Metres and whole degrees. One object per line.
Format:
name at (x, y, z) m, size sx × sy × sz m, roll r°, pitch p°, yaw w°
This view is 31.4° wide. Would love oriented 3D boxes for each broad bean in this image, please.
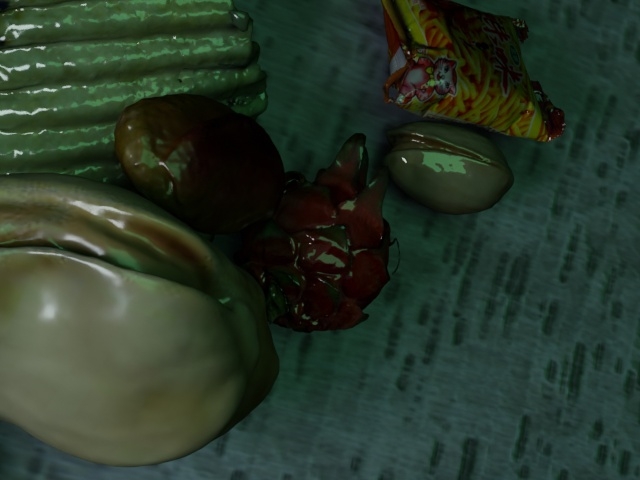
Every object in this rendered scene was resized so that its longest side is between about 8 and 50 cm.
broad bean at (-0.136, -0.082, 1.262) m, size 0.229 × 0.122 × 0.156 m, roll 9°, pitch 71°, yaw -47°

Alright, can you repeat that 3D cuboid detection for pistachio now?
pistachio at (0.169, -0.100, 1.528) m, size 0.185 × 0.124 × 0.124 m, roll 15°, pitch 78°, yaw -21°
pistachio at (-0.245, 0.084, 1.196) m, size 0.446 × 0.365 × 0.281 m, roll 19°, pitch 55°, yaw -26°

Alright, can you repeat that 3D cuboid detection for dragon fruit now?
dragon fruit at (0.000, 0.000, 1.410) m, size 0.193 × 0.192 × 0.274 m, roll 56°, pitch 51°, yaw -38°

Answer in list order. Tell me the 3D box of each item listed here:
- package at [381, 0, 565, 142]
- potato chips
package at (0.188, -0.244, 1.551) m, size 0.288 × 0.108 × 0.223 m, roll 12°, pitch 56°, yaw -30°
potato chips at (-0.239, -0.164, 1.333) m, size 0.389 × 0.097 × 0.373 m, roll 12°, pitch 112°, yaw -25°
